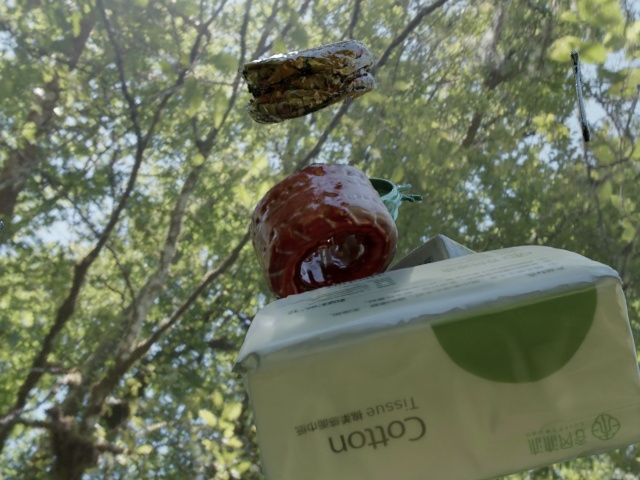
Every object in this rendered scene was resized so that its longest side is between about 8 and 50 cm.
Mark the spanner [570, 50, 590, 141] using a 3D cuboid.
[{"bbox_3d":[0.345,-0.195,0.971,0.012,0.208,0.046,-9,-53,22],"label":"spanner"}]

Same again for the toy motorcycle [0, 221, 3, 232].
[{"bbox_3d":[-0.479,-0.004,0.756,0.232,0.416,0.172,-36,-80,-3],"label":"toy motorcycle"}]

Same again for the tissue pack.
[{"bbox_3d":[0.108,0.132,0.760,0.357,0.266,0.193,-13,-85,1],"label":"tissue pack"}]

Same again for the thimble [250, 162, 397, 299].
[{"bbox_3d":[0.002,-0.006,0.974,0.189,0.125,0.163,-43,-49,15],"label":"thimble"}]

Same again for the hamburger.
[{"bbox_3d":[-0.018,-0.260,1.185,0.231,0.231,0.106,-10,-77,30],"label":"hamburger"}]

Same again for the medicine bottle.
[{"bbox_3d":[0.189,0.082,1.014,0.188,0.088,0.132,24,-49,-35],"label":"medicine bottle"}]

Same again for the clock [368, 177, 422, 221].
[{"bbox_3d":[0.079,-0.066,1.358,0.211,0.159,0.066,-9,-66,-5],"label":"clock"}]
